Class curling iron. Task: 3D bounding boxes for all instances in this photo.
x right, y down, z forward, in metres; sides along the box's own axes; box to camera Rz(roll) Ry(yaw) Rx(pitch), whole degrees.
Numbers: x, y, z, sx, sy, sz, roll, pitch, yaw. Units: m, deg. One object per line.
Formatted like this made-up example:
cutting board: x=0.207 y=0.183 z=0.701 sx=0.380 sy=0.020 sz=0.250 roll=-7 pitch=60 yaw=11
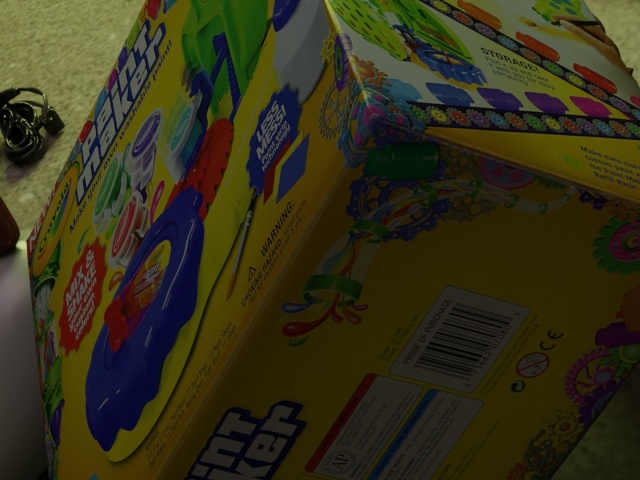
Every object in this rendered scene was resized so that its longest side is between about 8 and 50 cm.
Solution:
curling iron: x=-0.247 y=-0.016 z=1.162 sx=0.068 sy=0.035 sz=0.274 roll=-10 pitch=44 yaw=24

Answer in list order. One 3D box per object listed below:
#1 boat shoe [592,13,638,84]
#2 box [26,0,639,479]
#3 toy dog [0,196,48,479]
boat shoe: x=0.128 y=-0.095 z=0.946 sx=0.104 sy=0.111 sz=0.307 roll=-28 pitch=40 yaw=7
box: x=0.000 y=0.000 z=0.776 sx=0.290 sy=0.177 sz=0.279 roll=-59 pitch=29 yaw=28
toy dog: x=-0.213 y=0.096 z=0.926 sx=0.220 sy=0.161 sz=0.334 roll=-11 pitch=44 yaw=24
